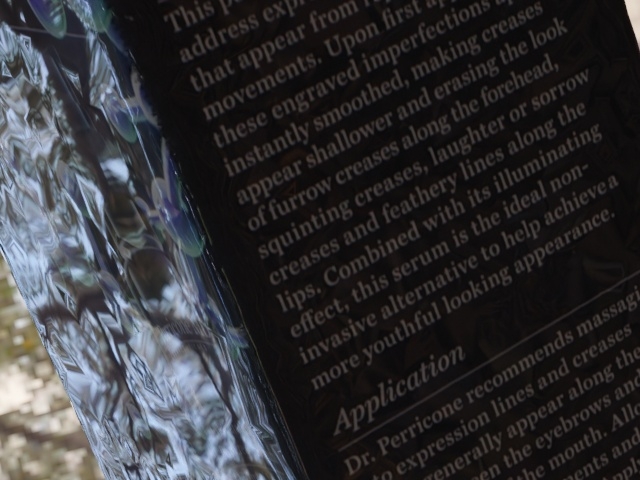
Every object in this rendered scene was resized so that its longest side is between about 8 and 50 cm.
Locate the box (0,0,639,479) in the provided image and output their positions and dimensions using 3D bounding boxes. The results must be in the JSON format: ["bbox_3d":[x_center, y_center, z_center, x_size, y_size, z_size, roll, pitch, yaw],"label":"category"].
[{"bbox_3d":[0.000,0.000,0.897,0.212,0.293,0.395,-29,-70,-21],"label":"box"}]
